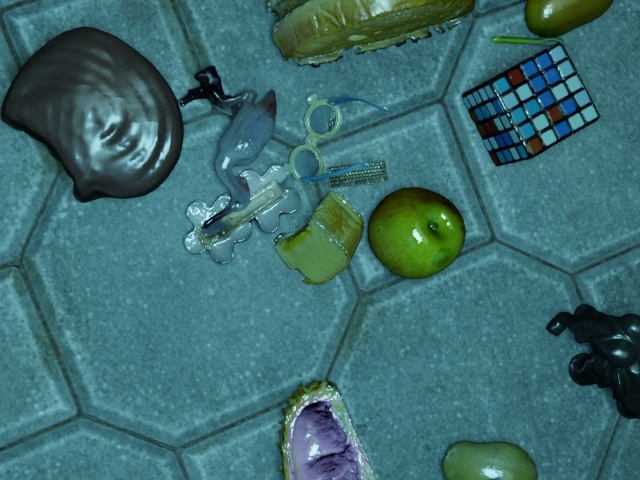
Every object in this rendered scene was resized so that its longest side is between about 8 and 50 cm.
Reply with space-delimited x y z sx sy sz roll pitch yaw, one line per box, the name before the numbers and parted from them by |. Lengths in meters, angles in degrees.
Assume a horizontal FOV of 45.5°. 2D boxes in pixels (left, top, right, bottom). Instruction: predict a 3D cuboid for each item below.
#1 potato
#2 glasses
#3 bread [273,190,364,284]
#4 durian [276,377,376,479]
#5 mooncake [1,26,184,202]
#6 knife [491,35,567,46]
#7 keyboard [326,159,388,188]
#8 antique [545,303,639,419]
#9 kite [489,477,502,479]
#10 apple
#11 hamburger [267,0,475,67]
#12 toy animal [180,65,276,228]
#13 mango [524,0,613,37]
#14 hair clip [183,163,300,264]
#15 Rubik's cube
potato | 0.353 0.487 1.605 0.194 0.157 0.157 24 84 6
glasses | 0.049 -0.195 1.536 0.088 0.220 0.190 28 78 -46
bread | 0.000 0.000 1.588 0.140 0.169 0.160 45 122 -6
durian | 0.007 0.456 1.556 0.191 0.112 0.341 -25 85 -1
mooncake | -0.433 -0.235 1.452 0.333 0.174 0.326 -8 93 -12
knife | 0.466 -0.446 1.698 0.184 0.022 0.026 -1 115 -12
keyboard | 0.079 -0.140 1.622 0.129 0.015 0.049 -7 90 -10
antique | 0.654 0.260 1.605 0.322 0.255 0.185 39 85 -5
kite | 0.317 0.612 1.582 0.314 0.011 0.335 20 119 16
apple | 0.199 -0.015 1.562 0.196 0.196 0.196 0 89 -11
hamburger | 0.117 -0.535 1.506 0.445 0.287 0.268 -16 90 -13
toy animal | -0.167 -0.192 1.538 0.195 0.090 0.324 -11 80 -9
mango | 0.540 -0.537 1.665 0.221 0.120 0.151 -25 95 -3
hair clip | -0.163 -0.057 1.551 0.257 0.075 0.146 -33 79 -17
Rubik's cube | 0.435 -0.280 1.607 0.184 0.187 0.182 -30 95 -7
